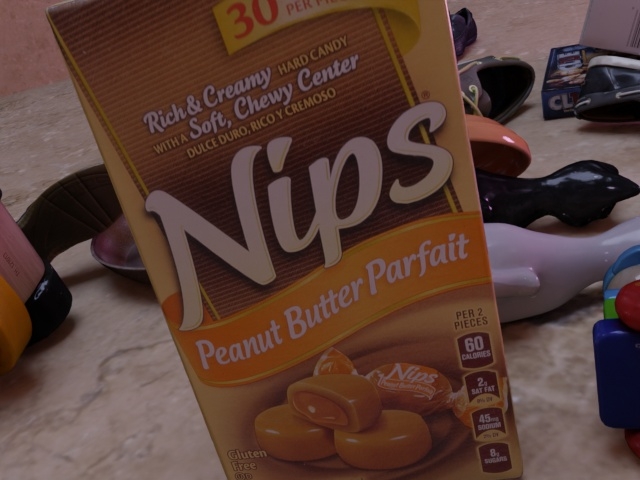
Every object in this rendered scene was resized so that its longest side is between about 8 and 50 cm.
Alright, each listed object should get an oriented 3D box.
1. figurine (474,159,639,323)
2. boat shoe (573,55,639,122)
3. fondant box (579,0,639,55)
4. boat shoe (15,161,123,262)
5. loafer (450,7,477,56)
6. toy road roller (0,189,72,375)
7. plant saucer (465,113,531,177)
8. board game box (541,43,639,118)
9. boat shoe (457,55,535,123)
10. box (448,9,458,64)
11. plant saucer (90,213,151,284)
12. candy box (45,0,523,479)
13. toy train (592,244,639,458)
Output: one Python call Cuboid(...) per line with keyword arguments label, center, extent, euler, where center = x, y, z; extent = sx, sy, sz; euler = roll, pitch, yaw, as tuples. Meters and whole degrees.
Cuboid(label="figurine", center=(0.193, -0.010, 0.591), extent=(0.209, 0.092, 0.215), euler=(-10, 26, 2))
Cuboid(label="boat shoe", center=(0.415, -0.158, 0.806), extent=(0.233, 0.084, 0.079), euler=(21, 82, 42))
Cuboid(label="fondant box", center=(0.528, -0.347, 1.004), extent=(0.238, 0.096, 0.330), euler=(16, 35, 19))
Cuboid(label="boat shoe", center=(-0.312, -0.026, 0.819), extent=(0.223, 0.080, 0.073), euler=(-39, 26, 7))
Cuboid(label="loafer", center=(0.271, -0.428, 1.428), extent=(0.076, 0.078, 0.223), euler=(0, 29, 30))
Cuboid(label="toy road roller", center=(-0.427, 0.063, 0.634), extent=(0.329, 0.203, 0.241), euler=(-3, 42, 16))
Cuboid(label="plant saucer", center=(0.111, -0.082, 0.702), extent=(0.199, 0.037, 0.200), euler=(-4, -12, -1))
Cuboid(label="board game box", center=(0.416, -0.246, 1.003), extent=(0.165, 0.042, 0.243), euler=(-4, 27, 23))
Cuboid(label="boat shoe", center=(0.191, -0.187, 0.929), extent=(0.091, 0.109, 0.305), euler=(1, 25, 42))
Cuboid(label="box", center=(0.127, -0.269, 1.093), extent=(0.180, 0.147, 0.077), euler=(-26, 26, -24))
Cuboid(label="plant saucer", center=(-0.121, -0.025, 0.839), extent=(0.310, 0.050, 0.311), euler=(-13, 25, 6))
Cuboid(label="candy box", center=(0.000, 0.000, 0.394), extent=(0.182, 0.317, 0.087), euler=(-10, 24, 11))
Cuboid(label="toy train", center=(0.288, 0.048, 0.393), extent=(0.247, 0.105, 0.143), euler=(-5, 19, 21))
